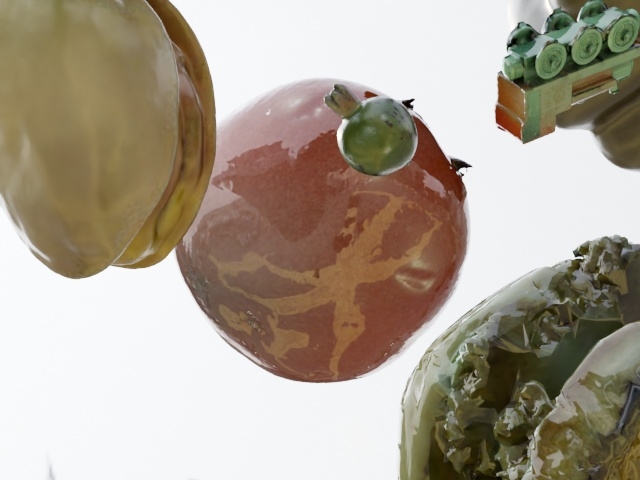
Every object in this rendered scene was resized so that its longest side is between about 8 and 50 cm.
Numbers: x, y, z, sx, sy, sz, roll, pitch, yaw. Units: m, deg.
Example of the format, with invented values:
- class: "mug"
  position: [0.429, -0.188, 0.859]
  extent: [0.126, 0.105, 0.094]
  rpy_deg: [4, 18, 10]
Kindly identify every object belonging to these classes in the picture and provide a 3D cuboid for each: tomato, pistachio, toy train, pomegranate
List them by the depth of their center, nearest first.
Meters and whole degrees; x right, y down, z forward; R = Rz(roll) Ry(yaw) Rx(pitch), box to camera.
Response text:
- class: "pomegranate"
  position: [0.043, -0.095, 1.042]
  extent: [0.073, 0.085, 0.073]
  rpy_deg: [-30, -16, -9]
- class: "pistachio"
  position: [-0.213, -0.121, 1.083]
  extent: [0.229, 0.309, 0.230]
  rpy_deg: [-18, -4, -1]
- class: "toy train"
  position: [0.265, -0.184, 1.317]
  extent: [0.175, 0.074, 0.118]
  rpy_deg: [-22, -51, -21]
- class: "tomato"
  position: [0.000, 0.000, 1.377]
  extent: [0.272, 0.341, 0.341]
  rpy_deg: [-38, -25, -36]

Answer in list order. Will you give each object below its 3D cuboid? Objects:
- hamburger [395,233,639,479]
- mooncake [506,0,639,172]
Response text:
- class: "hamburger"
  position: [0.111, 0.072, 0.456]
  extent: [0.159, 0.131, 0.185]
  rpy_deg: [36, -89, -31]
- class: "mooncake"
  position: [0.468, -0.312, 1.567]
  extent: [0.466, 0.262, 0.467]
  rpy_deg: [2, -39, 1]
